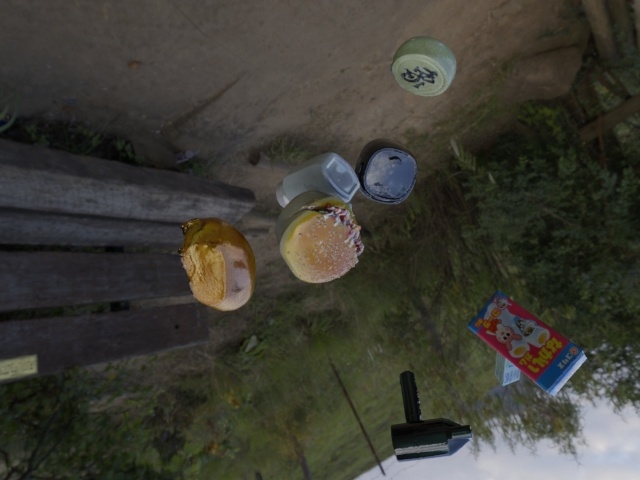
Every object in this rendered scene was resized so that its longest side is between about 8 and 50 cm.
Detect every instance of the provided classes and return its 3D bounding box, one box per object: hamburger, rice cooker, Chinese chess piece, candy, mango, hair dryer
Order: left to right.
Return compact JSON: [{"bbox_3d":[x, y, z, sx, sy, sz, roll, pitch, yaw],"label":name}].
[{"bbox_3d":[-0.211,0.061,0.988,0.126,0.153,0.252,5,137,22],"label":"mango"},{"bbox_3d":[0.000,0.000,1.242,0.227,0.151,0.295,-40,147,-6],"label":"hamburger"},{"bbox_3d":[0.268,-0.290,1.895,0.267,0.267,0.224,-24,-160,4],"label":"rice cooker"},{"bbox_3d":[0.232,-0.389,1.030,0.144,0.058,0.144,22,165,6],"label":"Chinese chess piece"},{"bbox_3d":[0.347,0.548,1.481,0.245,0.302,0.116,-13,133,11],"label":"hair dryer"},{"bbox_3d":[0.628,0.309,1.403,0.157,0.306,0.100,-52,137,4],"label":"candy"}]

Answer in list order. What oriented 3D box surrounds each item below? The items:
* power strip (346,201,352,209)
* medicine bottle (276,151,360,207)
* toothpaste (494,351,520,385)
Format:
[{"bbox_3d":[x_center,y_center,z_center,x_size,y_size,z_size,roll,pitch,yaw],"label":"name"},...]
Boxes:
[{"bbox_3d":[0.005,-0.170,1.760,0.053,0.288,0.093,-39,148,-20],"label":"power strip"},{"bbox_3d":[-0.022,-0.171,1.437,0.296,0.161,0.111,-14,-145,53],"label":"medicine bottle"},{"bbox_3d":[0.731,0.446,1.766,0.081,0.067,0.336,-20,133,-4],"label":"toothpaste"}]
